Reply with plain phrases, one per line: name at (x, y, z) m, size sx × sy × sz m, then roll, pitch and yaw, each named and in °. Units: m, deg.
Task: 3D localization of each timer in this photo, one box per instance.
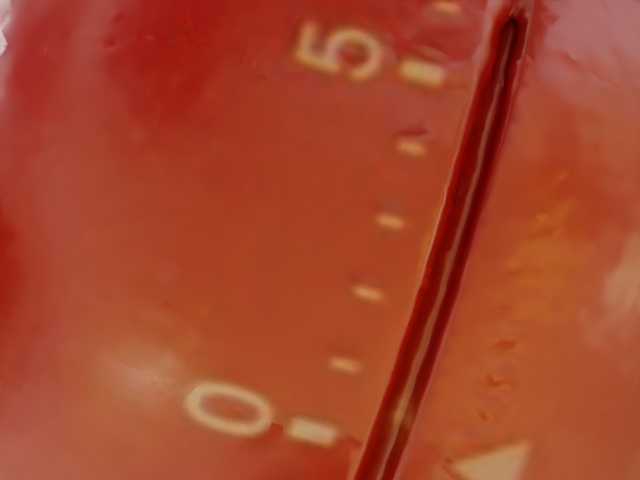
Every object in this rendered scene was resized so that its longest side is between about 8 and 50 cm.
timer at (0.000, 0.000, 0.645) m, size 0.279 × 0.378 × 0.378 m, roll 17°, pitch 169°, yaw -8°
